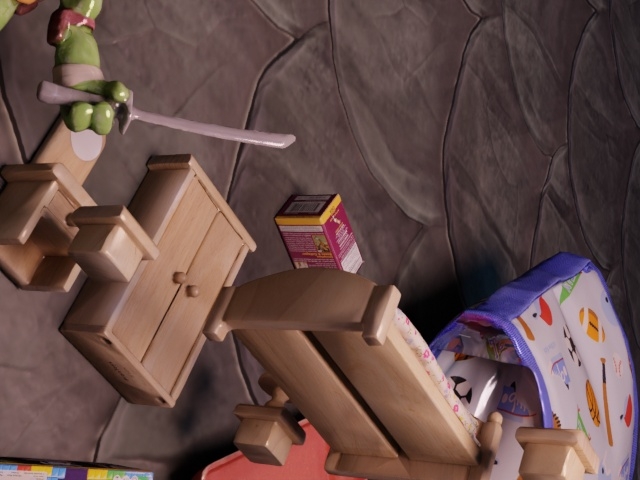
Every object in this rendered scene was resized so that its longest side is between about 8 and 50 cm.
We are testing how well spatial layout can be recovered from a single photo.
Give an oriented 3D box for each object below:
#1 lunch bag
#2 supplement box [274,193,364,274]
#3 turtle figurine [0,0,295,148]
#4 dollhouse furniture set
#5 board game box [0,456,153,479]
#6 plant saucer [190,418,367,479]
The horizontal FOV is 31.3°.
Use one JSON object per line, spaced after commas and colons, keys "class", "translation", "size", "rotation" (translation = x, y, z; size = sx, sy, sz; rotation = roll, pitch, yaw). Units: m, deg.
{"class": "lunch bag", "translation": [0.213, 0.221, 1.268], "size": [0.328, 0.239, 0.385], "rotation": [-22, 119, -59]}
{"class": "supplement box", "translation": [0.000, 0.000, 1.099], "size": [0.043, 0.055, 0.083], "rotation": [-54, 134, -43]}
{"class": "turtle figurine", "translation": [-0.163, -0.153, 0.678], "size": [0.266, 0.198, 0.274], "rotation": [-35, 78, -33]}
{"class": "dollhouse furniture set", "translation": [-0.002, 0.021, 0.818], "size": [0.303, 0.356, 0.173], "rotation": [56, 45, -41]}
{"class": "board game box", "translation": [-0.196, 0.225, 0.800], "size": [0.170, 0.048, 0.141], "rotation": [23, 73, -56]}
{"class": "plant saucer", "translation": [-0.037, 0.294, 1.051], "size": [0.258, 0.048, 0.259], "rotation": [-14, 103, -57]}
